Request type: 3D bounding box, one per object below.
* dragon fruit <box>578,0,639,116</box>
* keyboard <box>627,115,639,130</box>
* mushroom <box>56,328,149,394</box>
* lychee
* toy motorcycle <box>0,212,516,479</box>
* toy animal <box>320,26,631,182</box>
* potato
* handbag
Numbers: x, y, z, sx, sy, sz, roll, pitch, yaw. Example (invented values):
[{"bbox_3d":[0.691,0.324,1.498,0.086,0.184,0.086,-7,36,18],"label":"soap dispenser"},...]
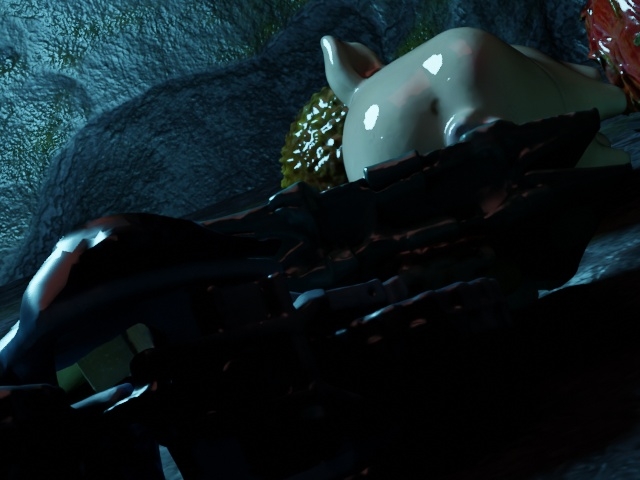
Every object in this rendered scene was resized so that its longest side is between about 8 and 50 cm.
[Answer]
[{"bbox_3d":[0.406,-0.232,1.787,0.252,0.241,0.241,-2,15,30],"label":"dragon fruit"},{"bbox_3d":[0.516,-0.191,1.988,0.309,0.018,0.101,-22,5,-15],"label":"keyboard"},{"bbox_3d":[-0.256,0.108,1.642,0.107,0.087,0.333,-17,9,23],"label":"mushroom"},{"bbox_3d":[0.047,-0.101,1.967,0.200,0.200,0.238,-21,-7,-2],"label":"lychee"},{"bbox_3d":[-0.093,0.095,0.875,0.416,0.172,0.232,-14,-14,-40],"label":"toy motorcycle"},{"bbox_3d":[0.150,-0.096,1.554,0.269,0.237,0.326,-11,3,5],"label":"toy animal"},{"bbox_3d":[-0.191,0.095,1.537,0.061,0.086,0.122,-30,4,2],"label":"potato"},{"bbox_3d":[0.058,0.019,1.112,0.268,0.100,0.274,-17,-11,-5],"label":"handbag"}]
